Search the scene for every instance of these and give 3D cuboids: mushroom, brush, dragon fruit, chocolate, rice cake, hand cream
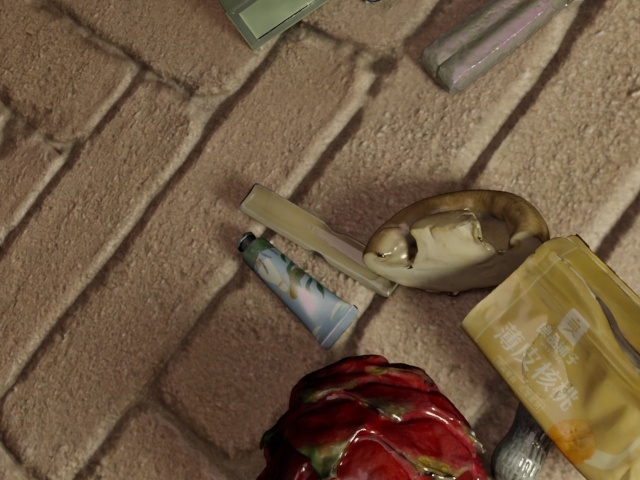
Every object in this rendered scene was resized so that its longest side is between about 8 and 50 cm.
[{"bbox_3d":[0.212,-0.017,1.241,0.285,0.156,0.151,-5,47,23],"label":"mushroom"},{"bbox_3d":[0.000,0.000,1.375,0.321,0.050,0.060,31,79,23],"label":"brush"},{"bbox_3d":[0.067,0.311,1.055,0.329,0.329,0.329,-9,65,19],"label":"dragon fruit"},{"bbox_3d":[0.295,0.271,1.115,0.072,0.072,0.167,29,83,30],"label":"chocolate"},{"bbox_3d":[0.316,-0.380,1.400,0.298,0.050,0.106,-38,59,3],"label":"rice cake"},{"bbox_3d":[-0.047,0.073,1.361,0.256,0.055,0.088,41,92,24],"label":"hand cream"}]

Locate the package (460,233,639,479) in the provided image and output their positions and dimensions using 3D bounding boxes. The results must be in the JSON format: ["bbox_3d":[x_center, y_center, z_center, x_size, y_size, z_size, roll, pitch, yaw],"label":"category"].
[{"bbox_3d":[0.369,0.147,1.045,0.221,0.165,0.311,-23,55,-19],"label":"package"}]

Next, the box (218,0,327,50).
[{"bbox_3d":[-0.078,-0.494,1.569,0.225,0.129,0.086,-33,59,7],"label":"box"}]

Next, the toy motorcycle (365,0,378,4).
[{"bbox_3d":[0.147,-0.574,1.534,0.260,0.110,0.171,-53,43,3],"label":"toy motorcycle"}]
